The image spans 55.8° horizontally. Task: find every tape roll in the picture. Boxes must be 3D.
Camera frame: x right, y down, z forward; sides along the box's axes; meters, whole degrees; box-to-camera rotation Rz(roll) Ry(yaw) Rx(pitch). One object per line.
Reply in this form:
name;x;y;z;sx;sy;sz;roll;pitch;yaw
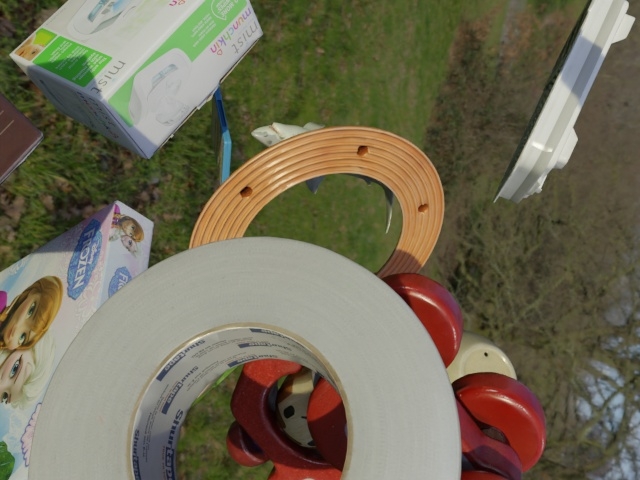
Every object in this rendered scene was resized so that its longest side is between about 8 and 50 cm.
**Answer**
tape roll;-0.037;0.111;0.330;0.072;0.219;0.219;74;39;-65

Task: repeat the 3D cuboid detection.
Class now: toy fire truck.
toy fire truck;0.042;0.187;0.535;0.253;0.302;0.169;-37;-172;28

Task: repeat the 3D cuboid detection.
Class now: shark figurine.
shark figurine;0.023;-0.120;1.070;0.166;0.278;0.116;-40;155;-62

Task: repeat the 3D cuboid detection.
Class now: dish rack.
dish rack;0.385;-0.217;0.964;0.333;0.072;0.285;-63;170;-4

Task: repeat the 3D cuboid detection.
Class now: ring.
ring;0.000;0.000;0.764;0.336;0.032;0.337;-13;132;-14

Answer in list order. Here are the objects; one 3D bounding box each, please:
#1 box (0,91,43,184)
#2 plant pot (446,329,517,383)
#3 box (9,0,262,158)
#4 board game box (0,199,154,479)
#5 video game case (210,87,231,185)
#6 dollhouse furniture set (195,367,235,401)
box;-0.371;-0.088;0.463;0.203;0.168;0.167;52;54;-33
plant pot;0.322;0.318;1.338;0.284;0.284;0.191;-59;-177;-28
box;-0.258;-0.278;0.871;0.262;0.231;0.127;-51;147;-16
board game box;-0.346;0.149;0.722;0.066;0.317;0.319;39;35;-43
video game case;-0.190;-0.194;1.147;0.119;0.015;0.166;105;-24;-47
dollhouse furniture set;-0.312;0.189;1.319;0.151;0.301;0.197;-47;172;20
